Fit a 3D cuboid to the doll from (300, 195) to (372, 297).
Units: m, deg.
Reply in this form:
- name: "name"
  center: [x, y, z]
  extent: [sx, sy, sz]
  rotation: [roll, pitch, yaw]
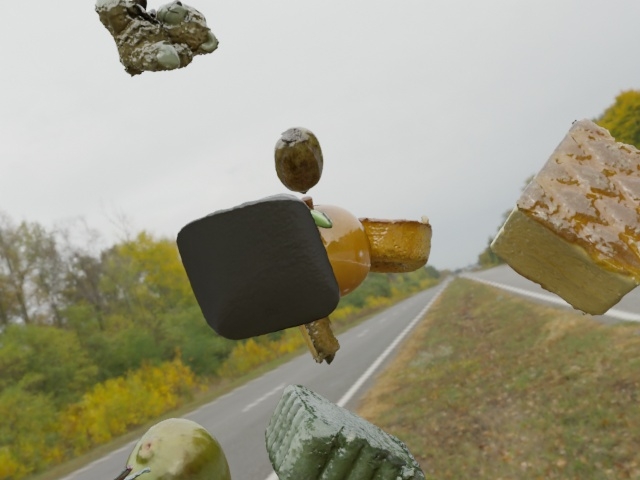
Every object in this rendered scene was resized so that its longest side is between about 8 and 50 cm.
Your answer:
- name: "doll"
  center: [0.000, 0.000, 1.381]
  extent: [0.213, 0.236, 0.213]
  rotation: [-7, 38, 5]

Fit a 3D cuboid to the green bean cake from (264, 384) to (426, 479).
- name: "green bean cake"
  center: [0.037, 0.334, 1.061]
  extent: [0.227, 0.125, 0.222]
  rotation: [25, -2, -15]

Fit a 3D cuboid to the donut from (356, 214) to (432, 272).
- name: "donut"
  center: [0.141, 0.008, 1.583]
  extent: [0.253, 0.119, 0.253]
  rotation: [0, -9, 0]

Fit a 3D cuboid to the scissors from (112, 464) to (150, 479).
- name: "scissors"
  center: [-0.385, 0.448, 1.211]
  extent: [0.187, 0.020, 0.133]
  rotation: [-36, -35, 9]

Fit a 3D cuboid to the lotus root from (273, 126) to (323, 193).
- name: "lotus root"
  center: [-0.061, -0.220, 1.968]
  extent: [0.145, 0.128, 0.260]
  rotation: [-43, -29, -19]

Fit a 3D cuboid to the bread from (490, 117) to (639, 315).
- name: "bread"
  center: [0.525, -0.040, 1.344]
  extent: [0.279, 0.279, 0.207]
  rotation: [-51, -12, -26]

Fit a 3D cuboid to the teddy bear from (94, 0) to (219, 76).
- name: "teddy bear"
  center: [-0.381, -0.502, 1.680]
  extent: [0.256, 0.267, 0.156]
  rotation: [-35, -14, -31]

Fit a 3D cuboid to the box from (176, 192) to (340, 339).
- name: "box"
  center: [-0.092, 0.041, 1.019]
  extent: [0.212, 0.201, 0.042]
  rotation: [-19, 5, 9]

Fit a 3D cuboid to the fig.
- name: "fig"
  center: [-0.281, 0.478, 1.369]
  extent: [0.207, 0.230, 0.207]
  rotation: [-9, 23, 4]

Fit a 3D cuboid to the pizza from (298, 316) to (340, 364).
- name: "pizza"
  center: [-0.046, 0.163, 1.776]
  extent: [0.080, 0.435, 0.392]
  rotation: [-27, 25, -6]
